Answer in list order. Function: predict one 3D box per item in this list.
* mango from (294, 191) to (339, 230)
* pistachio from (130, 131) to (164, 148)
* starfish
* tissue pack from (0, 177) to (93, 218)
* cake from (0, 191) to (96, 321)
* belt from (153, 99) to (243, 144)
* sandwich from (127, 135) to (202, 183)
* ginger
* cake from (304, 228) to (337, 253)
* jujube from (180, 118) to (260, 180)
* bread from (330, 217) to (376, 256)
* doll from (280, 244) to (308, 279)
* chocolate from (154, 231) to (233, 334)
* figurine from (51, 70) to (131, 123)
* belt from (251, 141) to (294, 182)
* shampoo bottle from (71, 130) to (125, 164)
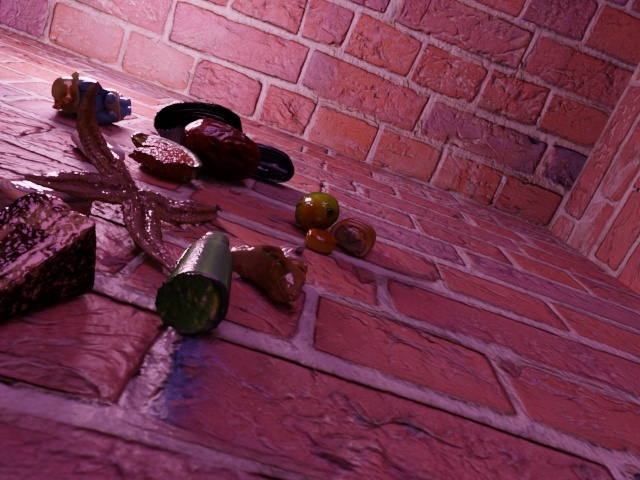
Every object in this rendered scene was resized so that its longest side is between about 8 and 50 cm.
[{"bbox_3d":[-0.013,-0.085,1.422,0.125,0.111,0.233,2,11,-12],"label":"mango"},{"bbox_3d":[-0.507,-0.285,1.556,0.173,0.049,0.089,26,39,-5],"label":"pistachio"},{"bbox_3d":[-0.360,-0.105,0.999,0.398,0.132,0.384,55,7,-27],"label":"starfish"},{"bbox_3d":[-0.512,-0.072,0.910,0.108,0.060,0.148,30,21,20],"label":"tissue pack"},{"bbox_3d":[-0.405,0.022,0.635,0.112,0.135,0.246,27,19,13],"label":"cake"},{"bbox_3d":[-0.410,-0.375,1.685,0.289,0.184,0.164,7,12,-18],"label":"belt"},{"bbox_3d":[-0.431,-0.218,1.421,0.235,0.079,0.159,22,28,15],"label":"sandwich"},{"bbox_3d":[-0.100,0.059,0.972,0.095,0.069,0.190,-17,41,-43],"label":"ginger"},{"bbox_3d":[0.000,0.000,1.308,0.084,0.044,0.084,21,18,-7],"label":"cake"},{"bbox_3d":[-0.311,-0.284,1.554,0.243,0.183,0.183,12,20,-34],"label":"jujube"},{"bbox_3d":[0.097,-0.017,1.409,0.119,0.084,0.177,25,14,11],"label":"bread"},{"bbox_3d":[-0.057,0.039,1.060,0.073,0.084,0.127,17,27,-20],"label":"doll"},{"bbox_3d":[-0.196,0.051,0.857,0.110,0.110,0.291,18,15,-10],"label":"chocolate"},{"bbox_3d":[-0.745,-0.467,1.659,0.262,0.154,0.180,2,15,-38],"label":"figurine"},{"bbox_3d":[-0.200,-0.279,1.767,0.218,0.122,0.128,16,15,-12],"label":"belt"},{"bbox_3d":[-0.579,-0.237,1.331,0.108,0.051,0.221,4,25,-45],"label":"shampoo bottle"}]
